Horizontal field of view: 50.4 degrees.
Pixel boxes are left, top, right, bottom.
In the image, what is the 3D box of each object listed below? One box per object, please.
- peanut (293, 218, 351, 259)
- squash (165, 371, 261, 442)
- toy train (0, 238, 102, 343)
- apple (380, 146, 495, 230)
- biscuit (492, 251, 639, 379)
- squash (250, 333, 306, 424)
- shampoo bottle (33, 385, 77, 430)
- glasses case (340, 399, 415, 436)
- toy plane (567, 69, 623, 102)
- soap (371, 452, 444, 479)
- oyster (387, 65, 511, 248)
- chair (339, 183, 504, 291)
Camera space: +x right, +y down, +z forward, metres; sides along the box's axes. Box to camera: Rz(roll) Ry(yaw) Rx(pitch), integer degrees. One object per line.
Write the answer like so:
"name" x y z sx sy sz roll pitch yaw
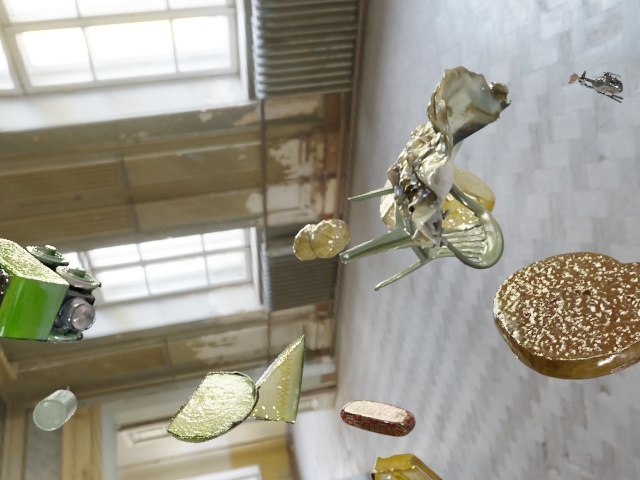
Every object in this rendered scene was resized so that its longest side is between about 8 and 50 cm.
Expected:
"peanut" -0.001 0.002 1.600 0.192 0.089 0.089 -18 80 57
"squash" -0.205 0.375 1.450 0.192 0.184 0.085 -53 -48 -44
"toy train" -0.644 0.108 1.487 0.307 0.248 0.174 26 95 36
"apple" 0.370 -0.130 2.111 0.252 0.309 0.314 -21 47 67
"biscuit" 0.540 0.143 1.401 0.394 0.350 0.070 -91 -23 -66
"squash" -0.133 0.358 1.859 0.093 0.169 0.252 -103 20 -82
"shampoo bottle" -0.471 0.300 1.229 0.195 0.056 0.056 150 111 -77
"glasses case" 0.135 0.414 1.579 0.194 0.073 0.049 1 113 43
"toy plane" 0.567 -0.318 1.385 0.049 0.120 0.031 106 -175 -60
"soap" 0.204 0.563 1.422 0.257 0.160 0.080 42 -170 5
"oyster" 0.161 -0.116 0.921 0.351 0.114 0.238 -67 -2 -72
"chair" 0.209 -0.016 1.397 0.190 0.274 0.203 48 -144 -34
